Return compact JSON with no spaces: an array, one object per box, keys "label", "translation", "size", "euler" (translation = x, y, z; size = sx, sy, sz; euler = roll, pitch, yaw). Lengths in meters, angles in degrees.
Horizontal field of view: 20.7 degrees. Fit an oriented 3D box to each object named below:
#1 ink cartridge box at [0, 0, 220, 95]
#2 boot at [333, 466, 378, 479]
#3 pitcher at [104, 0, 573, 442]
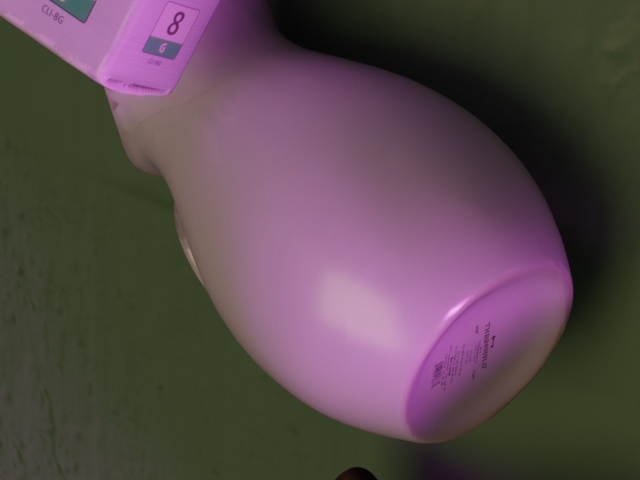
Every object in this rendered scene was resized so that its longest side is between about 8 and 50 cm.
[{"label":"ink cartridge box","translation":[-0.081,-0.194,0.653],"size":[0.181,0.056,0.224],"euler":[35,106,25]},{"label":"boot","translation":[0.107,0.215,0.741],"size":[0.207,0.090,0.248],"euler":[31,155,56]},{"label":"pitcher","translation":[0.000,0.000,0.707],"size":[0.207,0.125,0.177],"euler":[44,152,34]}]
